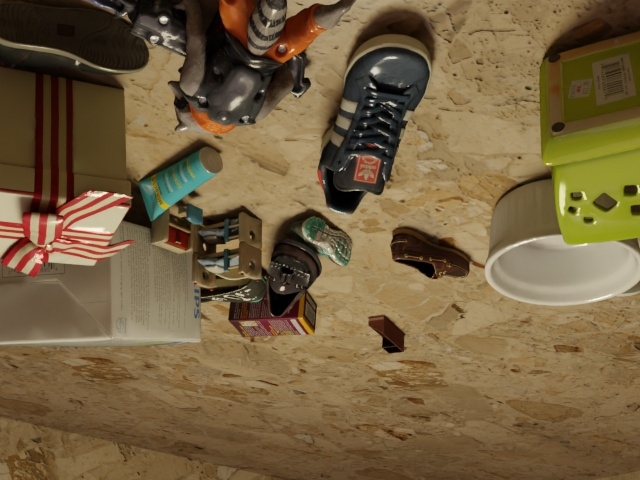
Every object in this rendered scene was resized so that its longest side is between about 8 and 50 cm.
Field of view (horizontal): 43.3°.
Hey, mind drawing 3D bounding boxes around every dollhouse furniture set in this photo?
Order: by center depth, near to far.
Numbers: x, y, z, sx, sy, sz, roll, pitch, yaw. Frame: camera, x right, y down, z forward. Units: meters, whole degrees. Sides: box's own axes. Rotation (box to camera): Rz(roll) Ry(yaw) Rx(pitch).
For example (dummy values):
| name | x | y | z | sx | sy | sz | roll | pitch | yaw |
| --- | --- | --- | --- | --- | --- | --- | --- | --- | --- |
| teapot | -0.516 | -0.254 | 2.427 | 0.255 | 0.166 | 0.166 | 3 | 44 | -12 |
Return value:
| name | x | y | z | sx | sy | sz | roll | pitch | yaw |
| --- | --- | --- | --- | --- | --- | --- | --- | --- | --- |
| dollhouse furniture set | -0.219 | 0.009 | 1.568 | 0.129 | 0.128 | 0.184 | -13 | 159 | 29 |

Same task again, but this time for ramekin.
| name | x | y | z | sx | sy | sz | roll | pitch | yaw |
| --- | --- | --- | --- | --- | --- | --- | --- | --- | --- |
| ramekin | 0.440 | 0.002 | 1.471 | 0.277 | 0.135 | 0.277 | 4 | 150 | 2 |

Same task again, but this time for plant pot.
| name | x | y | z | sx | sy | sz | roll | pitch | yaw |
| --- | --- | --- | --- | --- | --- | --- | --- | --- | --- |
| plant pot | 0.422 | -0.153 | 1.113 | 0.227 | 0.228 | 0.207 | -11 | 140 | 28 |

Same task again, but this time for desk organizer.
| name | x | y | z | sx | sy | sz | roll | pitch | yaw |
| --- | --- | --- | --- | --- | --- | --- | --- | --- | --- |
| desk organizer | 0.167 | 0.238 | 2.031 | 0.047 | 0.050 | 0.130 | -11 | 147 | 27 |

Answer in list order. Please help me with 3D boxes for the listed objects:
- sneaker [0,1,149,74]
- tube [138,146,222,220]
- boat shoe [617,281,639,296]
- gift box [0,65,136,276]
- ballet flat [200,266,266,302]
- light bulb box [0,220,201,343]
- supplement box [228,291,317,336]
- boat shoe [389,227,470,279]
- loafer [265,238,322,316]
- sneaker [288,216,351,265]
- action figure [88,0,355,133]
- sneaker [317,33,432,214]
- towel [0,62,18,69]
| name | x | y | z | sx | sy | sz | roll | pitch | yaw |
| --- | --- | --- | --- | --- | --- | --- | --- | --- | --- |
| sneaker | -0.369 | -0.285 | 1.178 | 0.222 | 0.083 | 0.118 | 11 | 170 | -23 |
| tube | -0.262 | -0.108 | 1.474 | 0.207 | 0.080 | 0.052 | -25 | 166 | 39 |
| boat shoe | 0.554 | 0.084 | 1.666 | 0.219 | 0.077 | 0.070 | 5 | 151 | 18 |
| gift box | -0.420 | -0.099 | 1.278 | 0.277 | 0.258 | 0.255 | 5 | 152 | -23 |
| ballet flat | -0.261 | 0.093 | 1.818 | 0.281 | 0.095 | 0.096 | -5 | 141 | -1 |
| light bulb box | -0.472 | 0.099 | 1.607 | 0.358 | 0.225 | 0.361 | -4 | 172 | 16 |
| supplement box | -0.114 | 0.174 | 1.934 | 0.188 | 0.080 | 0.104 | -4 | 150 | 16 |
| boat shoe | 0.224 | 0.045 | 1.652 | 0.207 | 0.073 | 0.073 | 21 | 147 | -28 |
| loafer | -0.066 | 0.090 | 1.711 | 0.109 | 0.095 | 0.302 | 23 | 160 | 3 |
| sneaker | 0.000 | 0.000 | 1.639 | 0.076 | 0.065 | 0.166 | 2 | 152 | 41 |
| action figure | -0.141 | -0.264 | 1.062 | 0.342 | 0.178 | 0.330 | 14 | 140 | -19 |
| sneaker | 0.079 | -0.159 | 1.231 | 0.131 | 0.148 | 0.350 | 10 | 151 | -7 |
| towel | -0.592 | -0.291 | 1.230 | 0.237 | 0.037 | 0.329 | 4 | 151 | 2 |
